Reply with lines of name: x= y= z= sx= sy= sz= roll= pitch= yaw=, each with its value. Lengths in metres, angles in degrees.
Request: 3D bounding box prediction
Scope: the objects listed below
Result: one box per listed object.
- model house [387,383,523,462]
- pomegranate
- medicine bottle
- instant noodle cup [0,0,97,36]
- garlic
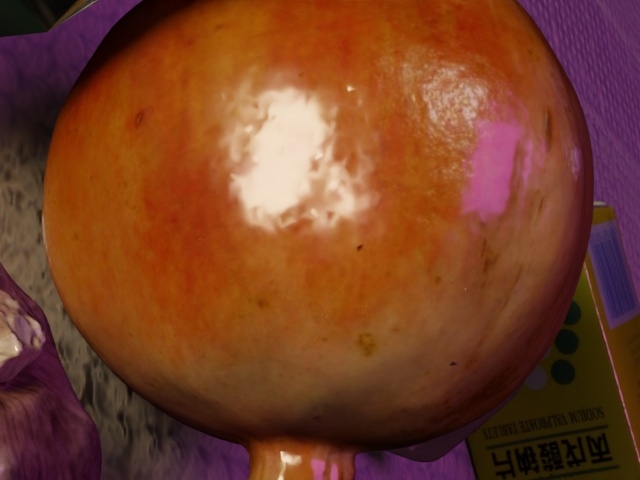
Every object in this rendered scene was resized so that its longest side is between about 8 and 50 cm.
model house: x=0.058 y=0.008 z=0.827 sx=0.229 sy=0.122 sz=0.188 roll=61 pitch=24 yaw=-31
pomegranate: x=0.000 y=0.000 z=0.583 sx=0.229 sy=0.252 sz=0.270 roll=49 pitch=38 yaw=-63
medicine bottle: x=0.189 y=0.104 z=0.995 sx=0.141 sy=0.137 sz=0.250 roll=-8 pitch=82 yaw=-64
instant noodle cup: x=-0.156 y=-0.212 z=0.454 sx=0.240 sy=0.240 sz=0.178 roll=39 pitch=33 yaw=-47
garlic: x=-0.138 y=0.060 z=0.428 sx=0.159 sy=0.102 sz=0.147 roll=42 pitch=25 yaw=-49
